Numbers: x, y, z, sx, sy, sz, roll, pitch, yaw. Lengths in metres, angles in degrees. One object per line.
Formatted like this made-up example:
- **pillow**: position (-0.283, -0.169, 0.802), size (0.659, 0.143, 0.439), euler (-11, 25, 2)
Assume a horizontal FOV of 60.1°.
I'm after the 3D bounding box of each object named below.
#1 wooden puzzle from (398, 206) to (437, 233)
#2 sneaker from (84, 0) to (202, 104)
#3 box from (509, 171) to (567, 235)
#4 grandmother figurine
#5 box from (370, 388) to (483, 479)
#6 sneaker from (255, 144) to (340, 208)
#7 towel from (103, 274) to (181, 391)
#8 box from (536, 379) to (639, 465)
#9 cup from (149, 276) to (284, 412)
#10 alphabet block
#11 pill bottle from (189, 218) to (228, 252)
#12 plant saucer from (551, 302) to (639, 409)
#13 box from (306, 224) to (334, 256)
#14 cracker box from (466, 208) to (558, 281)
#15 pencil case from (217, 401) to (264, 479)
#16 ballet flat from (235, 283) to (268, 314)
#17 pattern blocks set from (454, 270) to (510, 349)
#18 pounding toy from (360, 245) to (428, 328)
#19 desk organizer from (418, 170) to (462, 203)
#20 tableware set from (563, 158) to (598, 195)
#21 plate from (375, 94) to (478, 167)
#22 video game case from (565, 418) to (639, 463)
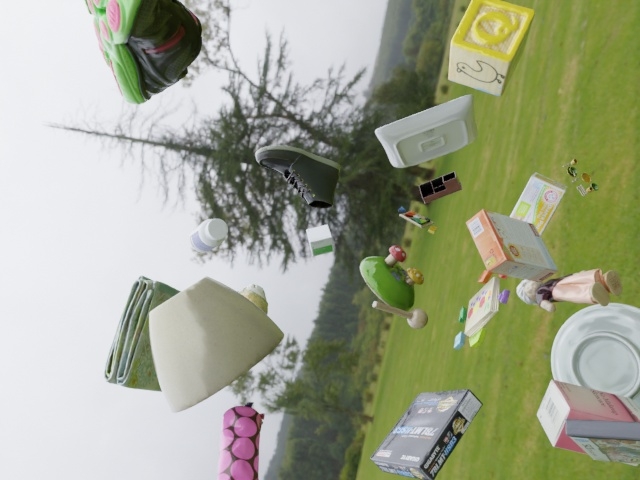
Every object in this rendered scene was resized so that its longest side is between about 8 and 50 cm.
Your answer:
- **wooden puzzle**: position (0.238, -0.053, 1.352), size (0.079, 0.116, 0.014), euler (-23, -43, -57)
- **sneaker**: position (-0.337, -0.439, 1.083), size (0.185, 0.202, 0.483), euler (63, 163, 1)
- **box**: position (0.683, -0.100, 1.763), size (0.103, 0.114, 0.203), euler (-26, -40, -60)
- **grandmother figurine**: position (0.746, 0.148, 1.707), size (0.342, 0.208, 0.103), euler (-18, 93, 66)
- **box**: position (0.327, 0.601, 1.733), size (0.293, 0.073, 0.295), euler (-43, 3, -27)
- **sneaker**: position (-0.057, -0.156, 1.372), size (0.083, 0.222, 0.118), euler (144, 135, -64)
- **towel**: position (-0.504, 0.301, 1.719), size (0.374, 0.090, 0.320), euler (52, -131, -67)
- **box**: position (0.735, 0.488, 1.494), size (0.148, 0.233, 0.126), euler (-80, 3, -72)
- **cup**: position (-0.293, 0.232, 1.390), size (0.236, 0.331, 0.331), euler (57, -173, -2)
- **alphabet block**: position (0.515, -0.592, 1.691), size (0.193, 0.193, 0.197), euler (-65, -17, -10)
- **pill bottle**: position (-0.440, -0.023, 2.199), size (0.187, 0.112, 0.111), euler (-23, 49, 57)
- **plant saucer**: position (0.903, 0.394, 1.729), size (0.101, 0.401, 0.400), euler (9, -87, -43)
- **box**: position (0.000, 0.000, 2.404), size (0.102, 0.101, 0.087), euler (-107, 4, -53)
- **cracker box**: position (0.500, 0.017, 1.443), size (0.067, 0.232, 0.155), euler (-45, 47, 39)
- **pencil case**: position (-0.176, 0.471, 1.228), size (0.209, 0.098, 0.095), euler (-94, 19, -50)
- **ballet flat**: position (-0.244, 0.204, 1.888), size (0.348, 0.123, 0.123), euler (157, 128, -66)
- **pattern blocks set**: position (0.513, 0.209, 1.745), size (0.324, 0.026, 0.285), euler (116, 176, -61)
- **pounding toy**: position (0.210, 0.102, 1.446), size (0.110, 0.183, 0.236), euler (-48, 28, 22)
- **desk organizer**: position (0.390, -0.173, 1.806), size (0.050, 0.130, 0.047), euler (56, -155, -29)
- **tableware set**: position (1.040, -0.254, 2.201), size (0.154, 0.104, 0.024), euler (62, 151, 12)
- **plate**: position (0.320, -0.297, 1.606), size (0.278, 0.278, 0.045), euler (38, -143, -67)
- **video game case**: position (0.661, 0.408, 1.099), size (0.248, 0.275, 0.035), euler (41, -129, -43)
